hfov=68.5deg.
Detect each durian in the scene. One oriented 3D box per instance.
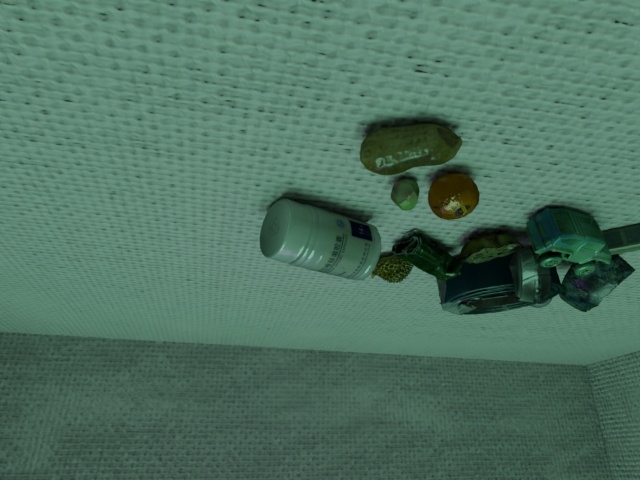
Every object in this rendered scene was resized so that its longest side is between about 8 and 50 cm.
[{"bbox_3d":[0.255,0.118,1.779,0.147,0.102,0.208,13,156,-35],"label":"durian"}]

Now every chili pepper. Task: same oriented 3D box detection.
[{"bbox_3d":[0.394,0.068,1.648,0.271,0.099,0.136,23,140,-28],"label":"chili pepper"}]

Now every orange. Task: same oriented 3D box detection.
[{"bbox_3d":[0.354,-0.122,1.266,0.136,0.117,0.135,-19,150,-11],"label":"orange"}]

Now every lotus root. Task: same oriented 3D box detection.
[{"bbox_3d":[0.568,0.016,1.592,0.184,0.077,0.204,1,161,-29],"label":"lotus root"}]

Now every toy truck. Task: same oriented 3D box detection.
[{"bbox_3d":[0.780,0.000,1.471,0.279,0.154,0.156,12,143,-21],"label":"toy truck"}]

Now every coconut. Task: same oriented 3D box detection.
[{"bbox_3d":[0.233,-0.130,1.292,0.082,0.081,0.083,-38,125,10],"label":"coconut"}]

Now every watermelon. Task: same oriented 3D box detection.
[{"bbox_3d":[1.006,0.146,1.691,0.226,0.148,0.318,-19,136,-22],"label":"watermelon"}]

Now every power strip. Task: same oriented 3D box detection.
[{"bbox_3d":[0.954,0.009,1.565,0.272,0.078,0.052,-14,150,28],"label":"power strip"}]

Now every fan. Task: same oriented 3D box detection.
[{"bbox_3d":[0.348,0.014,1.660,0.131,0.009,0.240,-12,152,24],"label":"fan"}]

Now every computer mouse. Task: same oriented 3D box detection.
[{"bbox_3d":[0.707,0.118,1.561,0.126,0.071,0.231,-16,114,2],"label":"computer mouse"}]

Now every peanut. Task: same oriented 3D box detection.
[{"bbox_3d":[0.209,-0.214,1.096,0.237,0.110,0.120,-7,132,0],"label":"peanut"}]

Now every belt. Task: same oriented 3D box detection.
[{"bbox_3d":[0.665,0.166,1.781,0.437,0.172,0.300,-8,151,15],"label":"belt"}]

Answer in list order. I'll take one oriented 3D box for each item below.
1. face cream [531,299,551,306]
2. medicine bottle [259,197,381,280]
[{"bbox_3d":[0.900,0.220,1.946,0.117,0.117,0.104,-9,171,18],"label":"face cream"},{"bbox_3d":[0.000,0.000,1.433,0.333,0.189,0.190,15,150,-28],"label":"medicine bottle"}]
